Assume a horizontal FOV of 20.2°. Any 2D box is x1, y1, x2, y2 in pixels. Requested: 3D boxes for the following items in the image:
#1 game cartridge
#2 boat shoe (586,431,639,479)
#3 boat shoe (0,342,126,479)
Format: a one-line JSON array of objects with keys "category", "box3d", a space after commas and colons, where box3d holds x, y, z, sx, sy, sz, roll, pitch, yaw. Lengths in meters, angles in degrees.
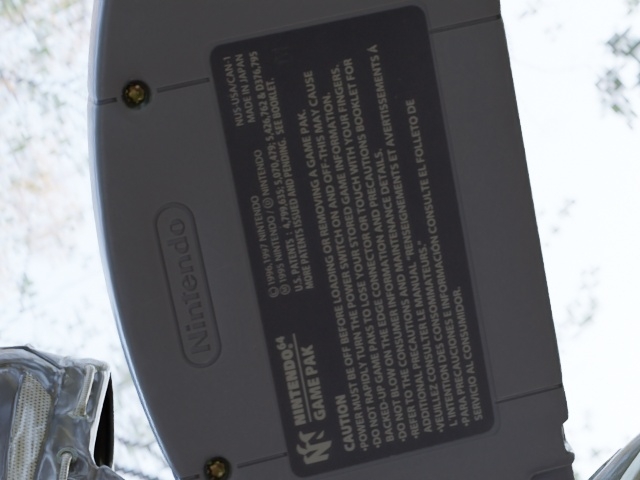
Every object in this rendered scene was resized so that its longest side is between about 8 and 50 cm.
[{"category": "game cartridge", "box3d": [0.000, 0.000, 0.816, 0.198, 0.062, 0.297, -12, -77, -5]}, {"category": "boat shoe", "box3d": [0.168, 0.188, 1.049, 0.305, 0.091, 0.109, -45, -68, -25]}, {"category": "boat shoe", "box3d": [-0.144, 0.182, 1.004, 0.130, 0.355, 0.132, -10, -45, -8]}]
